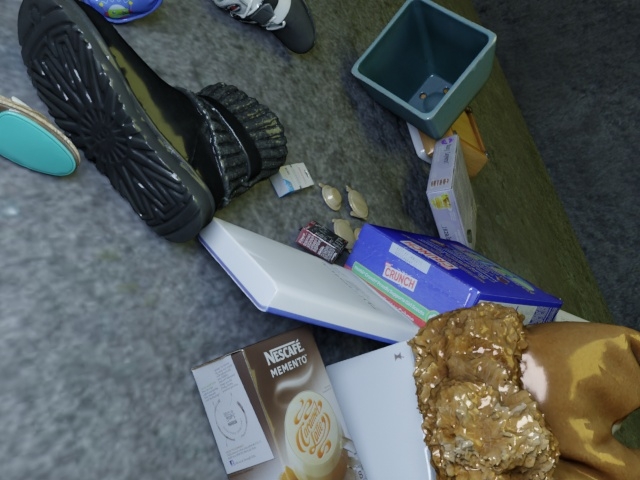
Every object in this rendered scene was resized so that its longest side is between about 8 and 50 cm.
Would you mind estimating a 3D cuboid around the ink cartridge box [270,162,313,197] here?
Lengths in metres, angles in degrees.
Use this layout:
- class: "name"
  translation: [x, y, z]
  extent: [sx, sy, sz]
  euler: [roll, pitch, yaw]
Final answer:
- class: "ink cartridge box"
  translation: [-0.052, -0.110, 1.006]
  extent: [0.083, 0.028, 0.048]
  euler: [-24, 87, -56]

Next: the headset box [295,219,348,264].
- class: "headset box"
  translation: [0.000, 0.000, 0.964]
  extent: [0.083, 0.032, 0.062]
  euler: [31, 20, 6]

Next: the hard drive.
- class: "hard drive"
  translation: [-0.008, 0.068, 0.833]
  extent: [0.318, 0.040, 0.210]
  euler: [23, 12, -44]

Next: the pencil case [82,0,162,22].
- class: "pencil case"
  translation: [-0.310, -0.475, 0.826]
  extent: [0.119, 0.133, 0.306]
  euler: [-7, 70, -24]

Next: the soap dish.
- class: "soap dish"
  translation: [0.367, -0.320, 1.623]
  extent: [0.291, 0.118, 0.229]
  euler: [12, 58, -50]

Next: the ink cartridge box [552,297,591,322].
- class: "ink cartridge box"
  translation: [0.610, 0.321, 1.418]
  extent: [0.119, 0.207, 0.353]
  euler: [22, 31, 17]

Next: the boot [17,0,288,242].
- class: "boot"
  translation: [-0.207, -0.189, 0.764]
  extent: [0.348, 0.131, 0.260]
  euler: [58, 37, -18]

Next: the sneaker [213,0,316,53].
- class: "sneaker"
  translation: [-0.138, -0.467, 1.076]
  extent: [0.330, 0.122, 0.146]
  euler: [45, 60, -36]

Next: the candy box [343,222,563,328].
- class: "candy box"
  translation: [0.245, 0.088, 1.035]
  extent: [0.317, 0.122, 0.268]
  euler: [11, 18, -44]

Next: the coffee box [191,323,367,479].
- class: "coffee box"
  translation: [-0.046, 0.249, 0.710]
  extent: [0.141, 0.098, 0.246]
  euler: [-10, 76, -55]

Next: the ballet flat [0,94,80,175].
- class: "ballet flat"
  translation: [-0.354, -0.139, 0.597]
  extent: [0.206, 0.073, 0.067]
  euler: [30, 31, -44]

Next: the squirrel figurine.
- class: "squirrel figurine"
  translation: [0.258, 0.287, 0.703]
  extent: [0.397, 0.281, 0.370]
  euler: [28, 58, -21]

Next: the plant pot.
- class: "plant pot"
  translation: [0.270, -0.397, 1.396]
  extent: [0.247, 0.248, 0.252]
  euler: [40, 1, 24]

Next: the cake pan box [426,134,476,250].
- class: "cake pan box"
  translation: [0.342, -0.103, 1.427]
  extent: [0.267, 0.070, 0.246]
  euler: [-70, 145, -46]

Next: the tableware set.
- class: "tableware set"
  translation: [0.058, -0.042, 1.115]
  extent: [0.141, 0.020, 0.169]
  euler: [20, 52, -48]

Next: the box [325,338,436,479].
- class: "box"
  translation: [0.189, 0.314, 0.914]
  extent: [0.345, 0.168, 0.215]
  euler: [25, 50, -43]
